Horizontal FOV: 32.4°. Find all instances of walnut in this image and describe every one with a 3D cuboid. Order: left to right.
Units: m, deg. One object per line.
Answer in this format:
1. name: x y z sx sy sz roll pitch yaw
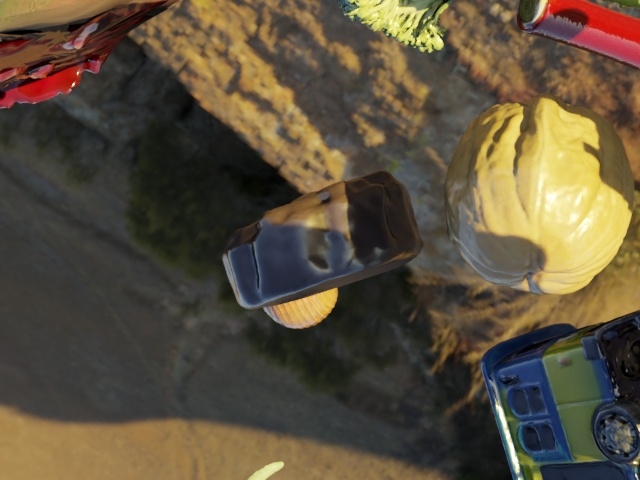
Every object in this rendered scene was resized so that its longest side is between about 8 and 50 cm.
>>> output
1. walnut: 0.258 -0.058 1.305 0.225 0.261 0.225 10 140 8

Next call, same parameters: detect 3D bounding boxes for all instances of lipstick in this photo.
1. lipstick: 0.413 -0.324 1.680 0.241 0.080 0.080 12 164 -27

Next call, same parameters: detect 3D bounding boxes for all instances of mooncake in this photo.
1. mooncake: 0.000 0.000 1.560 0.283 0.283 0.141 -31 78 62

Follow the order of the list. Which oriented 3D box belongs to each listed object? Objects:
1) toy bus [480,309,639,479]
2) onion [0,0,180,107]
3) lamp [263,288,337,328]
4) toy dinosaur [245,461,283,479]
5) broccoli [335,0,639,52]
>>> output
1. toy bus: 0.275 0.212 0.992 0.175 0.138 0.287 -22 83 54
2. onion: -0.192 -0.146 0.488 0.272 0.272 0.195 -6 98 52
3. lamp: -0.035 0.078 1.808 0.136 0.136 0.136 25 154 14
4. toy dinosaur: -0.129 0.361 1.114 0.092 0.393 0.205 -23 108 26
5. broccoli: 0.194 -0.317 1.214 0.361 0.221 0.252 16 178 11
